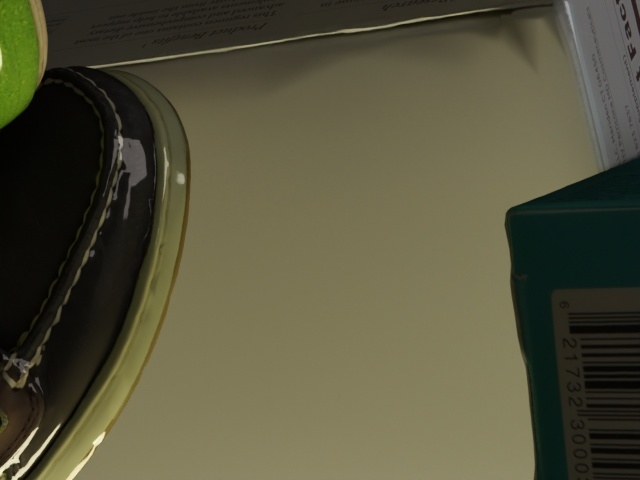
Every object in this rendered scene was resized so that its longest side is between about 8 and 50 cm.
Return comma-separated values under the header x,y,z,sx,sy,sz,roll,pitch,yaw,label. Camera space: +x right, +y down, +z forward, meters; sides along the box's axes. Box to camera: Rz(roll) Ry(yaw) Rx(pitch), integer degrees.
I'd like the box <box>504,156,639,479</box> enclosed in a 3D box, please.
x,y,z,sx,sy,sz,roll,pitch,yaw,label
0.129,0.020,0.543,0.244,0.060,0.101,-20,106,-59,box

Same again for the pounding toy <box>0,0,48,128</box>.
x,y,z,sx,sy,sz,roll,pitch,yaw,label
-0.178,-0.088,0.458,0.110,0.183,0.237,-46,131,-22,pounding toy

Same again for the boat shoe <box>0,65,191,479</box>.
x,y,z,sx,sy,sz,roll,pitch,yaw,label
-0.116,0.048,0.538,0.073,0.080,0.224,20,105,-53,boat shoe

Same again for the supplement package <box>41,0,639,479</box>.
x,y,z,sx,sy,sz,roll,pitch,yaw,label
0.000,0.000,0.649,0.145,0.261,0.204,-53,132,-52,supplement package
